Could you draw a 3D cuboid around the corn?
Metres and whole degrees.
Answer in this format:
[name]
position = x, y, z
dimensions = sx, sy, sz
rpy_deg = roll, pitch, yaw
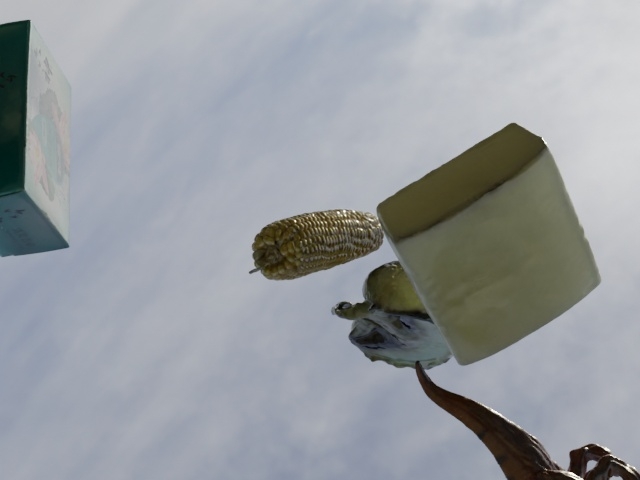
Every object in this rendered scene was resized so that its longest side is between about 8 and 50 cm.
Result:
[corn]
position = 0.000, 0.000, 1.699
dimensions = 0.101, 0.101, 0.310
rpy_deg = 4, -168, 39

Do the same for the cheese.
[cheese]
position = 0.236, 0.012, 1.437
dimensions = 0.242, 0.265, 0.124
rpy_deg = -30, -146, 2

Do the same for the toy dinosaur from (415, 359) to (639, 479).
[toy dinosaur]
position = 0.308, 0.316, 1.369
dimensions = 0.208, 0.097, 0.432
rpy_deg = -21, -118, -17

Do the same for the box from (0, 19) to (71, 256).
[box]
position = -0.368, -0.122, 1.261
dimensions = 0.092, 0.153, 0.244
rpy_deg = -8, -116, 5

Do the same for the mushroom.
[mushroom]
position = 0.141, 0.118, 1.765
dimensions = 0.247, 0.344, 0.130
rpy_deg = 14, -110, 11
